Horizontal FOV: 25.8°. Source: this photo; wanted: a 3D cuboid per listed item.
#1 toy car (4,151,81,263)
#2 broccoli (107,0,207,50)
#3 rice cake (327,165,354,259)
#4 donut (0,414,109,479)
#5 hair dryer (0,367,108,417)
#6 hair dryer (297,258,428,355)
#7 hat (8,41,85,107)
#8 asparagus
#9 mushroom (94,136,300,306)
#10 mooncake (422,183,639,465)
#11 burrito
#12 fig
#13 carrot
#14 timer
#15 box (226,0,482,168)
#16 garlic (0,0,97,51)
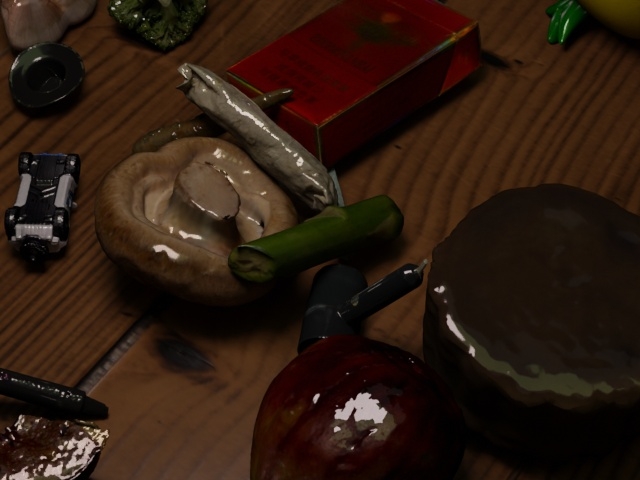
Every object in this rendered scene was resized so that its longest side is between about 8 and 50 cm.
[{"bbox_3d":[-0.365,-0.044,1.845,0.080,0.070,0.170,1,50,1],"label":"toy car"},{"bbox_3d":[-0.239,-0.363,2.072,0.146,0.138,0.162,8,90,-7],"label":"broccoli"},{"bbox_3d":[0.018,-0.045,1.871,0.029,0.033,0.170,-5,50,-11],"label":"rice cake"},{"bbox_3d":[-0.390,0.271,1.571,0.295,0.112,0.151,7,54,7],"label":"donut"},{"bbox_3d":[-0.376,0.174,1.676,0.248,0.114,0.070,16,57,-12],"label":"hair dryer"},{"bbox_3d":[0.059,0.064,1.684,0.071,0.219,0.124,32,50,-22],"label":"hair dryer"},{"bbox_3d":[-0.388,-0.228,2.006,0.121,0.050,0.121,-1,58,2],"label":"hat"},{"bbox_3d":[0.001,-0.001,1.740,0.060,0.067,0.278,10,23,42],"label":"asparagus"},{"bbox_3d":[-0.155,-0.027,1.776,0.278,0.146,0.278,12,44,-12],"label":"mushroom"},{"bbox_3d":[0.276,0.101,1.660,0.324,0.187,0.324,1,54,-1],"label":"mooncake"},{"bbox_3d":[-0.078,-0.136,1.824,0.275,0.082,0.059,42,82,9],"label":"burrito"},{"bbox_3d":[0.039,0.223,1.550,0.224,0.224,0.263,37,61,26],"label":"fig"},{"bbox_3d":[-0.148,-0.156,1.894,0.254,0.049,0.049,-20,49,17],"label":"carrot"},{"bbox_3d":[0.425,-0.394,2.048,0.285,0.285,0.285,0,51,0],"label":"timer"},{"bbox_3d":[0.050,-0.242,1.977,0.313,0.089,0.197,-35,48,-25],"label":"box"},{"bbox_3d":[-0.406,-0.355,2.073,0.174,0.124,0.099,-33,17,-31],"label":"garlic"}]
